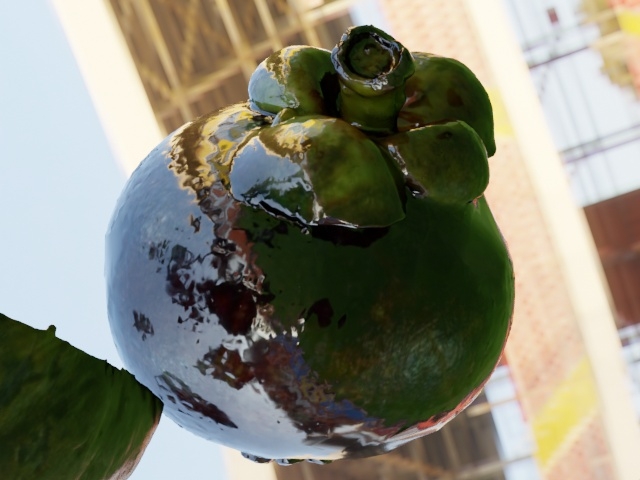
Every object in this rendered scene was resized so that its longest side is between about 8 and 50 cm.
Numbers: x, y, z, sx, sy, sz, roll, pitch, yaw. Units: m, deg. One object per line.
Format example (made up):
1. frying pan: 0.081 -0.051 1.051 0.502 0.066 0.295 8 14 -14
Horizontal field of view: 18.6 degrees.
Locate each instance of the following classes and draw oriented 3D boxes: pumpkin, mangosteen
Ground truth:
1. pumpkin: -0.229 0.100 1.082 0.169 0.312 0.148 166 119 -72
2. mangosteen: -0.003 0.013 1.460 0.330 0.330 0.330 -19 -90 -74

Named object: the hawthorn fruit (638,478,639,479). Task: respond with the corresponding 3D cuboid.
1. hawthorn fruit: 0.167 0.176 0.582 0.284 0.284 0.284 -19 -90 -74
